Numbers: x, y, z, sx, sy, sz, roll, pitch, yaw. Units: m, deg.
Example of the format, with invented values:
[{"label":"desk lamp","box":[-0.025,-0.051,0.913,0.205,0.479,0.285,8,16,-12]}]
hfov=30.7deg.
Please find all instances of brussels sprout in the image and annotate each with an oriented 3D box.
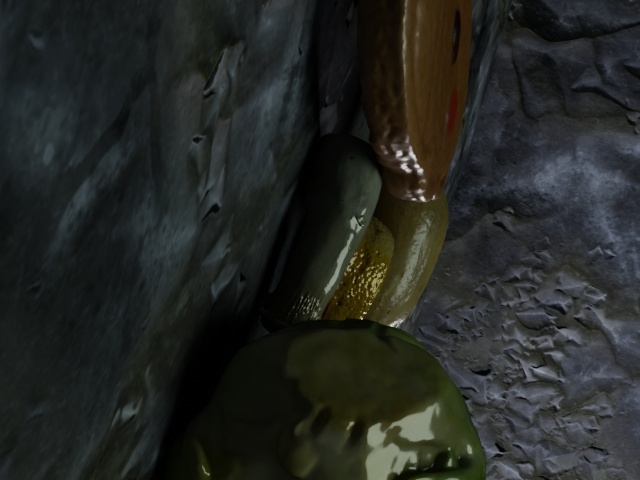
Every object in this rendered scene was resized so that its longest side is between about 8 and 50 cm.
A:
[{"label":"brussels sprout","box":[0.012,0.226,1.081,0.344,0.268,0.344,-48,157,-27]}]

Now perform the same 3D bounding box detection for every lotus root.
[{"label":"lotus root","box":[0.095,0.004,1.561,0.146,0.130,0.303,66,43,-77]}]

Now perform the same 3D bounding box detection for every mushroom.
[{"label":"mushroom","box":[0.003,0.001,1.200,0.081,0.092,0.223,30,68,-35]}]

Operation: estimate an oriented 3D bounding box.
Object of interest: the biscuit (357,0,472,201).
[{"label":"biscuit","box":[0.111,-0.218,1.226,0.455,0.078,0.350,21,78,-76]}]

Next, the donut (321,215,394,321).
[{"label":"donut","box":[0.029,0.045,1.317,0.178,0.065,0.162,127,-18,-55]}]
